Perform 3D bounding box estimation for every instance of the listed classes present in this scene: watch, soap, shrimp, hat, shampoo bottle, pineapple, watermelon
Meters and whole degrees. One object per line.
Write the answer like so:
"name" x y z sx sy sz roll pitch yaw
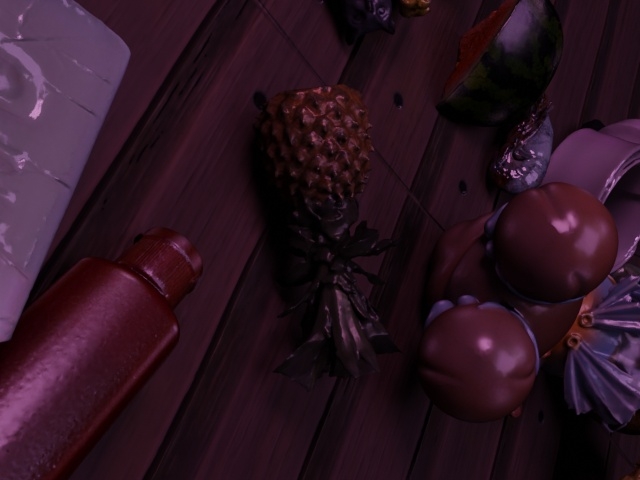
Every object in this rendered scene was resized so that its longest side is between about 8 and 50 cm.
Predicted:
"watch" 0.439 -0.041 1.135 0.231 0.196 0.244 -33 130 -28
"soap" -0.248 -0.042 0.462 0.173 0.095 0.289 36 60 -38
"shrimp" 0.300 -0.153 1.104 0.090 0.079 0.232 89 21 -54
"hat" 0.493 0.092 1.294 0.166 0.081 0.122 -18 138 -33
"shampoo bottle" -0.175 0.087 0.532 0.102 0.064 0.260 39 45 -2
"pineapple" 0.000 0.000 0.719 0.130 0.119 0.277 -7 86 -19
"watermelon" 0.236 -0.221 1.001 0.193 0.137 0.145 68 38 -49

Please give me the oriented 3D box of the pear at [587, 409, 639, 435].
"pear" 0.470 0.191 1.152 0.211 0.188 0.228 -43 113 -47

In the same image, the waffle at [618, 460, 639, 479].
"waffle" 0.468 0.359 1.107 0.301 0.058 0.281 -32 146 -18

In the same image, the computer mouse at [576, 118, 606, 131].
"computer mouse" 0.486 -0.102 1.300 0.217 0.074 0.122 55 49 -26

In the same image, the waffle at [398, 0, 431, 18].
"waffle" 0.106 -0.355 0.869 0.149 0.051 0.194 -94 180 -64

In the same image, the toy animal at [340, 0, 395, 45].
"toy animal" 0.028 -0.327 0.839 0.117 0.121 0.209 -110 -167 -66

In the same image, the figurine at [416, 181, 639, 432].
"figurine" 0.276 0.098 0.925 0.388 0.248 0.276 28 95 -33
